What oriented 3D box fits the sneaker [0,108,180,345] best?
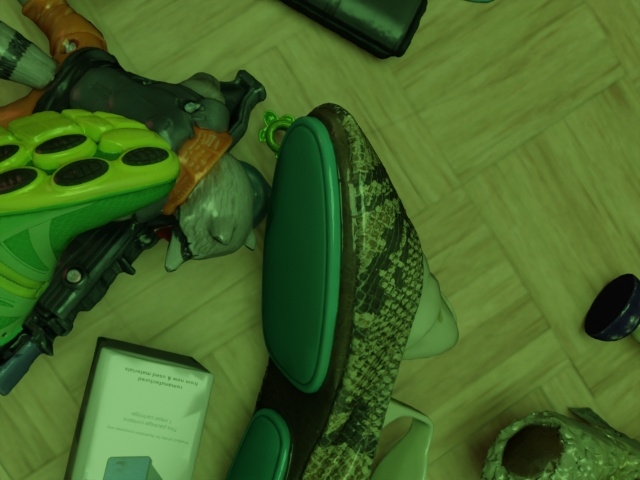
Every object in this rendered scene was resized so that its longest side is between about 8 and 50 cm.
[{"bbox_3d":[-0.235,0.002,0.815,0.295,0.109,0.123,-26,134,-1],"label":"sneaker"}]

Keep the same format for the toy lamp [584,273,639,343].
[{"bbox_3d":[0.376,0.138,1.065,0.275,0.080,0.080,34,83,-8],"label":"toy lamp"}]

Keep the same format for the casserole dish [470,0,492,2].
[{"bbox_3d":[0.154,-0.317,1.050,0.114,0.037,0.188,3,89,-11],"label":"casserole dish"}]

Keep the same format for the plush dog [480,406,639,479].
[{"bbox_3d":[0.248,0.293,1.007,0.262,0.210,0.225,30,98,18],"label":"plush dog"}]

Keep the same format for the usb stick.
[{"bbox_3d":[-0.034,-0.254,1.005,0.278,0.045,0.077,29,84,-9],"label":"usb stick"}]

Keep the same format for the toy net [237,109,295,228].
[{"bbox_3d":[0.000,0.000,1.010,0.232,0.045,0.122,45,77,-9],"label":"toy net"}]

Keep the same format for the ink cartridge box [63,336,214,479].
[{"bbox_3d":[-0.159,0.193,0.914,0.093,0.154,0.212,15,85,-12],"label":"ink cartridge box"}]

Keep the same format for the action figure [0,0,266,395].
[{"bbox_3d":[-0.205,-0.062,0.891,0.330,0.178,0.341,27,70,8],"label":"action figure"}]

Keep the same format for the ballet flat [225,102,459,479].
[{"bbox_3d":[0.018,0.131,0.936,0.182,0.164,0.483,5,104,-26],"label":"ballet flat"}]
